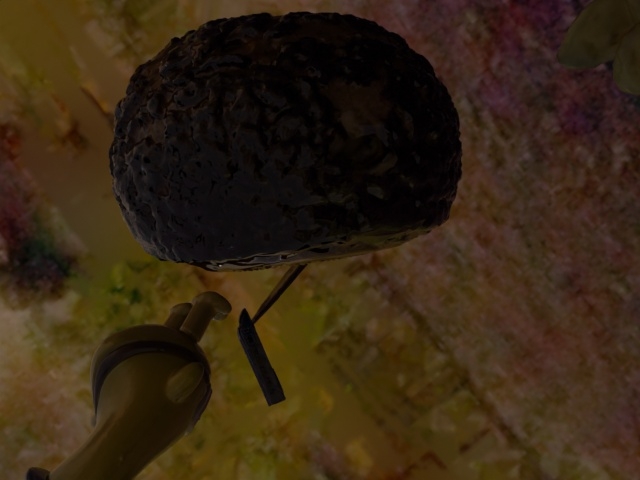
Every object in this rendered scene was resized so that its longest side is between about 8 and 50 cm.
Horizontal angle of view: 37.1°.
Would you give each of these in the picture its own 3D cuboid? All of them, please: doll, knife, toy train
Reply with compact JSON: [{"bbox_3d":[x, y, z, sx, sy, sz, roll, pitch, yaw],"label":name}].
[{"bbox_3d":[-0.217,0.198,1.093,0.145,0.363,0.199,44,137,-17],"label":"doll"},{"bbox_3d":[0.000,0.000,0.976,0.018,0.247,0.035,47,144,-14],"label":"knife"},{"bbox_3d":[-0.052,0.096,0.786,0.017,0.017,0.083,99,147,-78],"label":"toy train"}]

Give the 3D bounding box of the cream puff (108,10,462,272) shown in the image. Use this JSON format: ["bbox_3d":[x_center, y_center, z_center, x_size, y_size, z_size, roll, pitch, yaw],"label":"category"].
[{"bbox_3d":[-0.025,-0.066,0.641,0.239,0.239,0.164,-172,77,-76],"label":"cream puff"}]

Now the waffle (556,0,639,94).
[{"bbox_3d":[0.225,-0.162,0.404,0.056,0.250,0.261,35,163,-34],"label":"waffle"}]
